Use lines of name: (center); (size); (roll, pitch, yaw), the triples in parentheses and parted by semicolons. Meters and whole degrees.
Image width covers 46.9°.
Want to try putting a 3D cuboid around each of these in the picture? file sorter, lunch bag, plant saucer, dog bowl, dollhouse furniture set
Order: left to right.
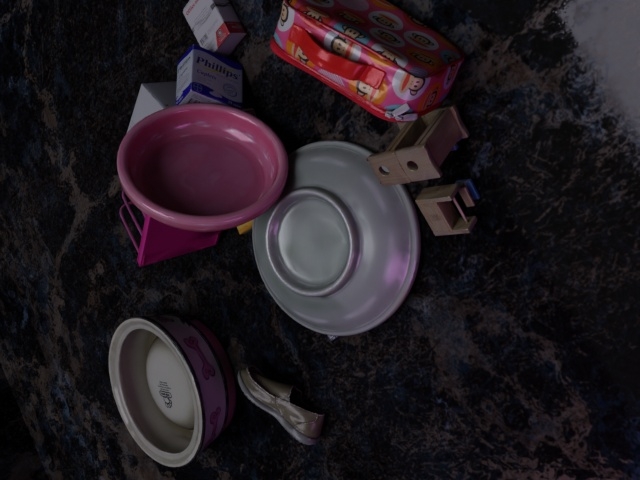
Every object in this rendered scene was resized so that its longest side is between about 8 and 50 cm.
file sorter: (-0.337, -0.117, 1.687); (0.182, 0.202, 0.290); (57, 145, 24)
dog bowl: (-0.386, 0.378, 1.953); (0.408, 0.150, 0.407); (13, 110, 40)
plant saucer: (-0.232, -0.138, 1.471); (0.332, 0.332, 0.084); (46, 149, 25)
plant saucer: (0.000, 0.000, 1.470); (0.401, 0.101, 0.400); (4, 97, 34)
lunch bag: (0.072, -0.314, 1.226); (0.293, 0.258, 0.120); (34, 125, 15)
dollhouse furniture set: (0.198, -0.119, 1.308); (0.129, 0.129, 0.183); (-5, 127, 45)

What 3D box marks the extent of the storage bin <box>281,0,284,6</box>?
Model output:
storage bin: (-0.020, -0.446, 1.426); (0.135, 0.098, 0.091); (61, 143, 13)

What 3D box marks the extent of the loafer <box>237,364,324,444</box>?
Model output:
loafer: (-0.085, 0.366, 1.720); (0.251, 0.094, 0.087); (36, 100, 20)

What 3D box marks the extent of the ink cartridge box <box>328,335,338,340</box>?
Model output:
ink cartridge box: (0.020, 0.151, 1.589); (0.063, 0.029, 0.115); (-41, 73, 42)

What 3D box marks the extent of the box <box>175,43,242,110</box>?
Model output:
box: (-0.240, -0.336, 1.602); (0.072, 0.126, 0.137); (-38, 46, 42)

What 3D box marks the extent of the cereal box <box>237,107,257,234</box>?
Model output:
cereal box: (-0.168, -0.154, 1.669); (0.173, 0.047, 0.240); (-32, 80, 46)

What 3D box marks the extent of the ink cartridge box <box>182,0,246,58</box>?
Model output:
ink cartridge box: (-0.236, -0.484, 1.637); (0.099, 0.056, 0.135); (-37, 76, 42)

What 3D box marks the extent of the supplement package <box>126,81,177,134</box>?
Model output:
supplement package: (-0.392, -0.284, 1.806); (0.105, 0.105, 0.179); (48, 130, 24)
